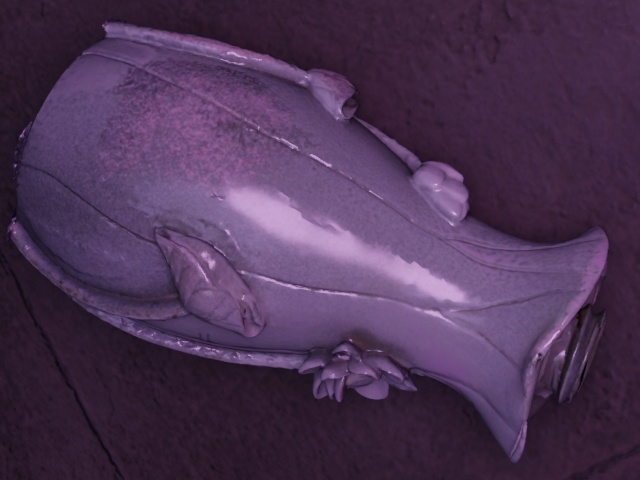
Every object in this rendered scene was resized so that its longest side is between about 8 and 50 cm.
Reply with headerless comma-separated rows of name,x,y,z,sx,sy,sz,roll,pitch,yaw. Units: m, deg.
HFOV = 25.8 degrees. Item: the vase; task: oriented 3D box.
vase,0.000,0.000,1.069,0.445,0.250,0.250,23,110,14
